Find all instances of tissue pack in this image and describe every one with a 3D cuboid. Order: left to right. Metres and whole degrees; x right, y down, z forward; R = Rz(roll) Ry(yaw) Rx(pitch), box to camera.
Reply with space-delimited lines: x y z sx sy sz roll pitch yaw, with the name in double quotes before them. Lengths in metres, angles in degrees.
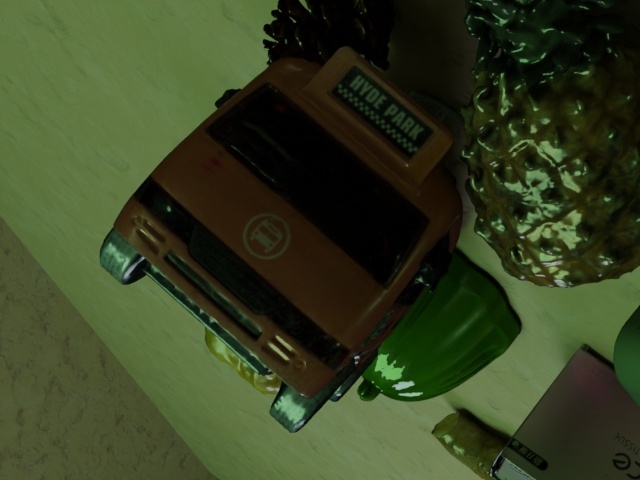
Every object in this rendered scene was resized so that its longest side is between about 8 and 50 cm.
"tissue pack" 0.312 0.238 1.109 0.246 0.148 0.092 35 158 16

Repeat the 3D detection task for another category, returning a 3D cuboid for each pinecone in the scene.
"pinecone" 0.008 -0.168 0.917 0.109 0.102 0.102 -20 120 34

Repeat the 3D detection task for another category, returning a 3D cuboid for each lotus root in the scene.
"lotus root" 0.095 0.108 1.216 0.186 0.186 0.186 37 159 16

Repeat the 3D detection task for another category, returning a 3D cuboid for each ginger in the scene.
"ginger" 0.266 0.303 1.449 0.299 0.065 0.118 28 150 41

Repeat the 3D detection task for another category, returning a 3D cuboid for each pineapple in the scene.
"pineapple" 0.142 -0.110 0.730 0.158 0.158 0.278 16 137 51

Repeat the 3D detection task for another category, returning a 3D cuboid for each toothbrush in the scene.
"toothbrush" 0.176 -0.063 0.921 0.276 0.025 0.019 31 156 30

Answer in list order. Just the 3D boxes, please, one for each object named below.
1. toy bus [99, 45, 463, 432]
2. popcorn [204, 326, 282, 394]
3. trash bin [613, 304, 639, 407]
"toy bus" 0.000 0.000 0.935 0.203 0.233 0.427 41 -179 7
"popcorn" -0.043 0.069 1.376 0.190 0.191 0.253 11 136 33
"trash bin" 0.340 0.049 0.561 0.158 0.223 0.343 48 161 -14
